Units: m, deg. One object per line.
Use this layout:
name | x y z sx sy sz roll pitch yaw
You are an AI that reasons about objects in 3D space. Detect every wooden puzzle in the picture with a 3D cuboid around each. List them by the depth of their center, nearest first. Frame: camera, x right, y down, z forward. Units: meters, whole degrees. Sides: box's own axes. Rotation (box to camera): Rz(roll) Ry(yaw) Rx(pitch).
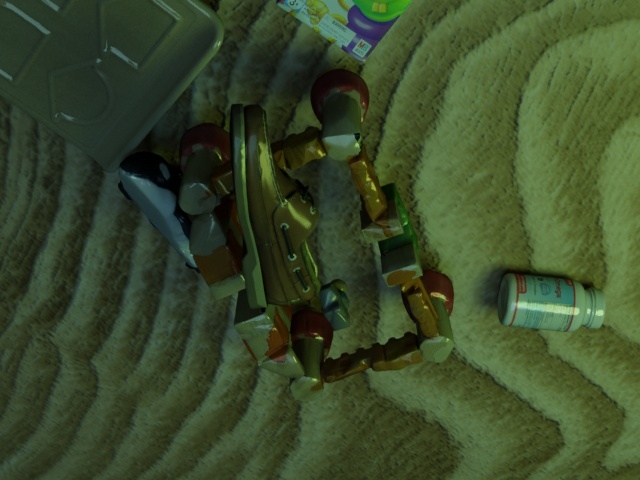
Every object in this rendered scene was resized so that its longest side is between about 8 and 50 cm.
wooden puzzle | -0.342 -0.299 1.281 0.348 0.080 0.322 38 126 -15

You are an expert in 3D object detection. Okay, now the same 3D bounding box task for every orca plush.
orca plush | -0.206 -0.055 1.438 0.102 0.151 0.287 -50 132 -16

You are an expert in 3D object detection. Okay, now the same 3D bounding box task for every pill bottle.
pill bottle | 0.376 0.103 1.523 0.160 0.087 0.087 6 123 -2

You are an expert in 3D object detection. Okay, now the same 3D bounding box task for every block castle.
block castle | 0.000 0.000 1.401 0.303 0.213 0.453 -20 120 12

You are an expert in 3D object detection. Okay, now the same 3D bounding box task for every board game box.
board game box | 0.080 -0.391 1.180 0.142 0.144 0.275 31 118 -17

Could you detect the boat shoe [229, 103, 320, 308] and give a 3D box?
boat shoe | -0.055 -0.045 1.193 0.104 0.111 0.307 -5 132 -1
